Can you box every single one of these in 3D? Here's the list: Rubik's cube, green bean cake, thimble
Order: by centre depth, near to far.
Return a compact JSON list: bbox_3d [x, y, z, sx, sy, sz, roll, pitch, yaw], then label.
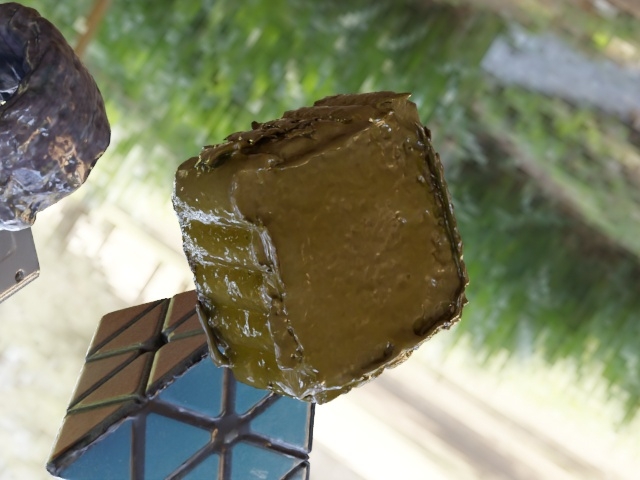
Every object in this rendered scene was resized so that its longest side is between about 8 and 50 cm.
[{"bbox_3d":[-0.228,-0.087,1.302,0.150,0.150,0.098,31,162,34],"label":"thimble"},{"bbox_3d":[0.000,0.000,1.594,0.131,0.224,0.229,3,114,53],"label":"green bean cake"},{"bbox_3d":[-0.118,0.147,1.767,0.229,0.228,0.233,5,158,1],"label":"Rubik's cube"}]

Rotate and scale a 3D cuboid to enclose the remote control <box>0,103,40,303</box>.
[{"bbox_3d":[-0.288,-0.068,1.425,0.055,0.103,0.277,17,129,35],"label":"remote control"}]
